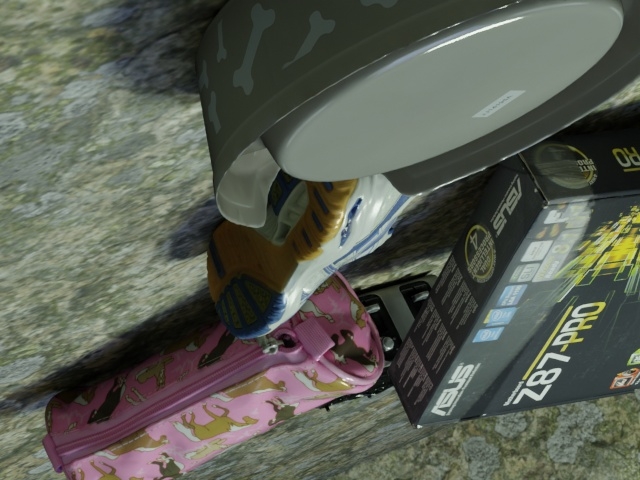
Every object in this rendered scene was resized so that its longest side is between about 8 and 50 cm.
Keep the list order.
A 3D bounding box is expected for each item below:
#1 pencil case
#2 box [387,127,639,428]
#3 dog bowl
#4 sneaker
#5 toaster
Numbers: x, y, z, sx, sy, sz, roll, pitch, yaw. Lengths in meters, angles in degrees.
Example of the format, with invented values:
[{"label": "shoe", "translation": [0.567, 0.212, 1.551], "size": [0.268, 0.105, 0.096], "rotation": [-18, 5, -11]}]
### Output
[{"label": "pencil case", "translation": [-0.121, 0.163, 1.821], "size": [0.386, 0.160, 0.167], "rotation": [-29, 127, 28]}, {"label": "box", "translation": [0.282, 0.039, 1.819], "size": [0.318, 0.097, 0.395], "rotation": [-4, 142, -26]}, {"label": "dog bowl", "translation": [0.074, -0.128, 1.123], "size": [0.349, 0.102, 0.349], "rotation": [-21, 167, -5]}, {"label": "sneaker", "translation": [0.000, 0.000, 1.480], "size": [0.131, 0.112, 0.296], "rotation": [-14, 165, -32]}, {"label": "toaster", "translation": [0.068, 0.129, 2.085], "size": [0.168, 0.110, 0.186], "rotation": [-13, 163, -31]}]
